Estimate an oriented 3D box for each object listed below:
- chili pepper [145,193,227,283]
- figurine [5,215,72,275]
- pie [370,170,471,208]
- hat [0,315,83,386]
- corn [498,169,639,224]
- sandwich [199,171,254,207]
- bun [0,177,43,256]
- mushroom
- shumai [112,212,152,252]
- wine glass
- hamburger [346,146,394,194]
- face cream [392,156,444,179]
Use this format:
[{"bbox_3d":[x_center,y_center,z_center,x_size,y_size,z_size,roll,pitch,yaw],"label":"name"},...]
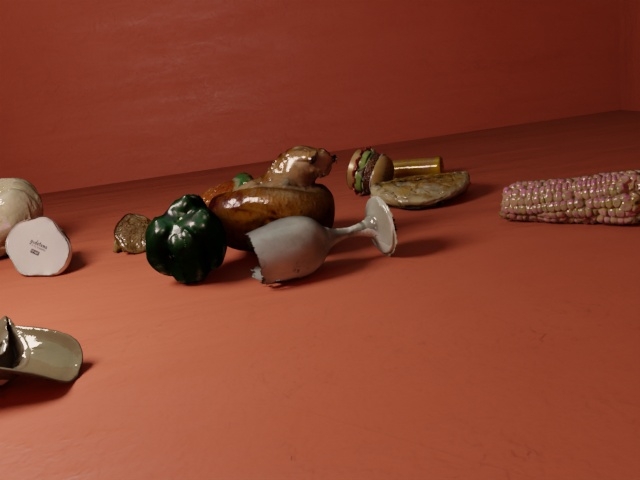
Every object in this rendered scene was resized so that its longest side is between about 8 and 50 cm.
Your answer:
[{"bbox_3d":[-0.297,0.012,1.311,0.165,0.261,0.174,21,60,9],"label":"chili pepper"},{"bbox_3d":[-0.752,0.037,1.627,0.250,0.167,0.141,30,-5,28],"label":"figurine"},{"bbox_3d":[0.314,-0.165,1.801,0.339,0.077,0.339,-8,15,2],"label":"pie"},{"bbox_3d":[-0.484,0.209,0.897,0.173,0.144,0.166,36,13,-5],"label":"hat"},{"bbox_3d":[0.586,-0.094,1.332,0.335,0.127,0.126,0,16,40],"label":"corn"},{"bbox_3d":[-0.243,-0.125,1.751,0.301,0.162,0.250,-1,3,21],"label":"sandwich"},{"bbox_3d":[-1.071,-0.054,1.864,0.365,0.219,0.365,-15,28,8],"label":"bun"},{"bbox_3d":[-0.105,-0.102,1.437,0.345,0.260,0.345,-2,7,0],"label":"mushroom"},{"bbox_3d":[-0.545,-0.014,1.695,0.123,0.139,0.105,17,-24,-14],"label":"shumai"},{"bbox_3d":[0.000,0.000,1.233,0.321,0.143,0.143,-13,15,-17],"label":"wine glass"},{"bbox_3d":[0.179,-0.232,1.971,0.136,0.175,0.175,15,24,24],"label":"hamburger"},{"bbox_3d":[0.326,-0.269,2.181,0.273,0.078,0.078,-2,16,24],"label":"face cream"}]
